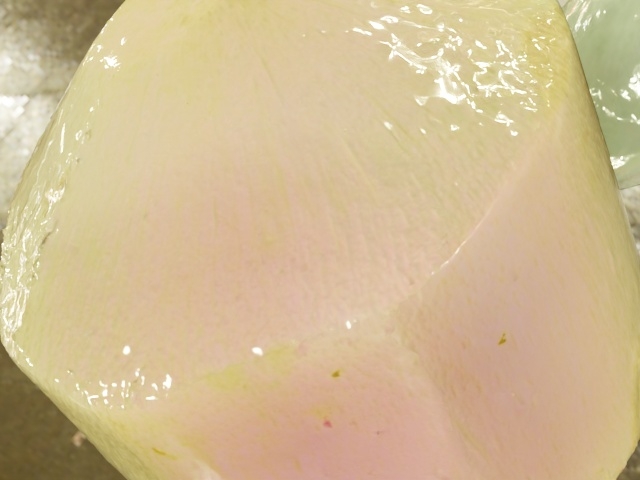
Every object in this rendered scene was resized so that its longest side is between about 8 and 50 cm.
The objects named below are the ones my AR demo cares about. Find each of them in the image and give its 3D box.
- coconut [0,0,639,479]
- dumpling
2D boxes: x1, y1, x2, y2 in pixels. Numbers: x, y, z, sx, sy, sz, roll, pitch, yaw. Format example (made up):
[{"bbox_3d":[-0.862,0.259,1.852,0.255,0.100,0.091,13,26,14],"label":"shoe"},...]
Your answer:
[{"bbox_3d":[0.000,0.000,0.506,0.233,0.245,0.233,-18,36,14],"label":"coconut"},{"bbox_3d":[0.200,-0.089,0.767,0.217,0.105,0.149,21,97,51],"label":"dumpling"}]
